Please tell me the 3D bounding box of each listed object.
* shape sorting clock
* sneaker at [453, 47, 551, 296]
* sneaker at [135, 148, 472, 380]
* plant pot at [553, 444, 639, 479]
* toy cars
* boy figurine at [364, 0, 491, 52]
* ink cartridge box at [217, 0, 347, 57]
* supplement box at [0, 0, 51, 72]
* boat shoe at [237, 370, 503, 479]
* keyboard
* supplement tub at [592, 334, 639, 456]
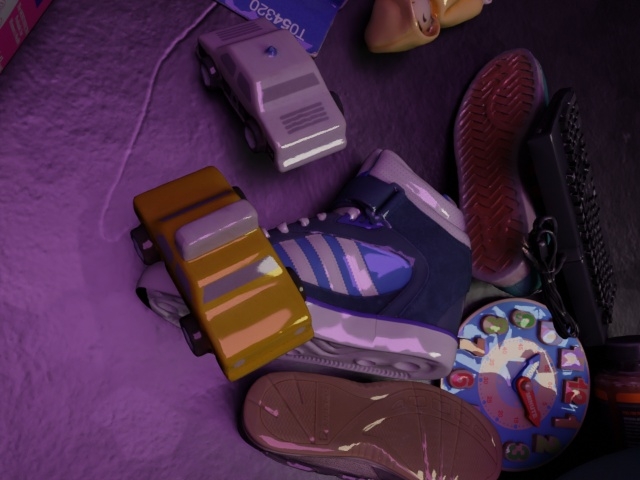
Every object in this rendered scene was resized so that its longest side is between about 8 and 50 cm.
[{"bbox_3d":[0.239,0.173,0.702,0.206,0.040,0.206,2,84,-19],"label":"shape sorting clock"},{"bbox_3d":[0.233,-0.079,0.699,0.121,0.108,0.302,26,66,-44],"label":"sneaker"},{"bbox_3d":[0.000,0.000,0.609,0.323,0.130,0.236,13,62,-4],"label":"sneaker"},{"bbox_3d":[0.311,0.345,0.575,0.272,0.255,0.271,37,39,-38],"label":"plant pot"},{"bbox_3d":[-0.065,-0.079,0.520,0.177,0.087,0.393,11,58,-2],"label":"toy cars"},{"bbox_3d":[0.142,-0.331,0.675,0.285,0.092,0.177,-51,126,-20],"label":"boy figurine"},{"bbox_3d":[-0.068,-0.426,0.636,0.324,0.071,0.330,27,76,-15],"label":"ink cartridge box"},{"bbox_3d":[-0.341,-0.184,0.497,0.114,0.111,0.220,29,77,-15],"label":"supplement box"},{"bbox_3d":[0.051,0.202,0.609,0.285,0.092,0.102,13,62,-15],"label":"boat shoe"},{"bbox_3d":[0.286,0.004,0.649,0.201,0.033,0.317,-53,128,-32],"label":"keyboard"},{"bbox_3d":[0.400,0.220,0.720,0.106,0.106,0.197,-7,88,-19],"label":"supplement tub"}]
